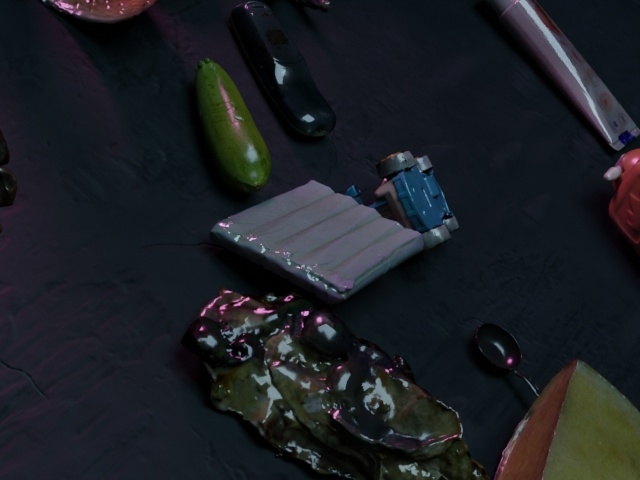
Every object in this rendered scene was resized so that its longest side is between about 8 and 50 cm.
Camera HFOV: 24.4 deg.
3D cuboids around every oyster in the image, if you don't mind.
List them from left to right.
[{"bbox_3d":[0.026,0.168,1.577,0.361,0.096,0.221,42,46,6],"label":"oyster"}]

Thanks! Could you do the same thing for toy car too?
[{"bbox_3d":[0.103,-0.043,1.849,0.126,0.098,0.161,66,16,0],"label":"toy car"},{"bbox_3d":[0.531,-0.063,2.126,0.212,0.180,0.270,44,39,20],"label":"toy car"}]

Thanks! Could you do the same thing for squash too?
[{"bbox_3d":[-0.111,-0.140,1.775,0.066,0.066,0.201,3,51,-36],"label":"squash"}]

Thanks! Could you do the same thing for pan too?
[{"bbox_3d":[0.226,0.151,1.795,0.068,0.023,0.115,-15,61,-46],"label":"pan"}]

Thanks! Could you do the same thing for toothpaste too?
[{"bbox_3d":[0.372,-0.275,2.284,0.323,0.066,0.100,51,39,6],"label":"toothpaste"}]

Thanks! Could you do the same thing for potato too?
[{"bbox_3d":[0.324,0.312,1.657,0.255,0.112,0.269,38,42,-8],"label":"potato"}]

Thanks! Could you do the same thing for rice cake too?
[{"bbox_3d":[0.000,0.000,1.710,0.189,0.037,0.198,27,31,17],"label":"rice cake"}]

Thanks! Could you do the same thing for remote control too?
[{"bbox_3d":[-0.050,-0.224,1.919,0.072,0.042,0.222,-9,59,-40],"label":"remote control"}]

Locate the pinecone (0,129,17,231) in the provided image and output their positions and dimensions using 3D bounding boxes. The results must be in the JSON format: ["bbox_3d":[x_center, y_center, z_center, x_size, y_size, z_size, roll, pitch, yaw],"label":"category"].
[{"bbox_3d":[-0.399,-0.048,1.374,0.229,0.202,0.201,-20,41,-25],"label":"pinecone"}]

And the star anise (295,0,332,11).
[{"bbox_3d":[-0.068,-0.403,2.066,0.172,0.063,0.208,15,48,-21],"label":"star anise"}]

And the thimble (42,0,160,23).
[{"bbox_3d":[-0.244,-0.407,1.770,0.271,0.271,0.150,40,36,1],"label":"thimble"}]
